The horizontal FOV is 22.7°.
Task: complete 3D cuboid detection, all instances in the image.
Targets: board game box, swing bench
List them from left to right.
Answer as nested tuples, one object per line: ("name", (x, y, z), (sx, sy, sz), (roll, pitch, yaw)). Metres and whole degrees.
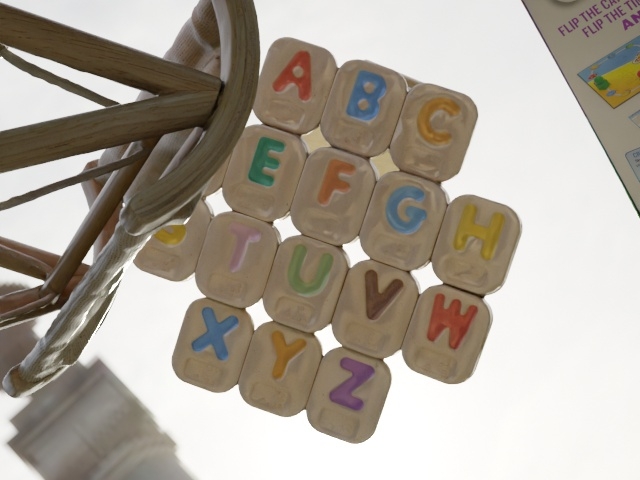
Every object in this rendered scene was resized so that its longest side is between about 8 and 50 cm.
("swing bench", (-0.183, -0.025, 0.827), (0.255, 0.165, 0.253), (1, -25, -24))
("board game box", (0.301, -0.181, 1.242), (0.242, 0.064, 0.316), (-21, -58, 21))

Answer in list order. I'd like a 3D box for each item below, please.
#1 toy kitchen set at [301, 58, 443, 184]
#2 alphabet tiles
("toy kitchen set", (0.050, -0.048, 1.423), (0.207, 0.122, 0.166), (-51, -18, -61))
("alphabet tiles", (0.000, 0.000, 1.198), (0.021, 0.284, 0.278), (0, -71, -77))
